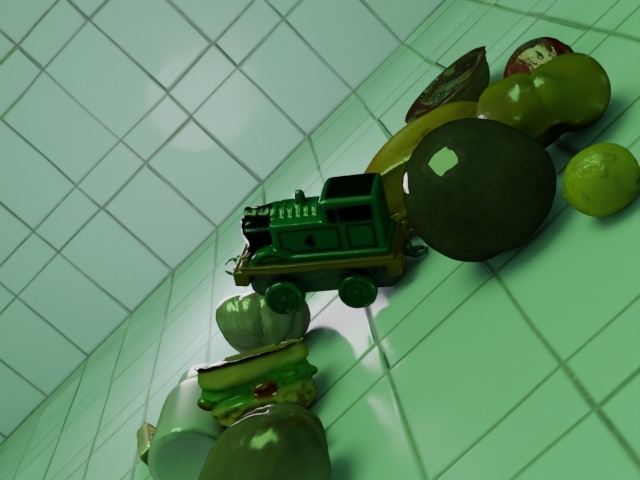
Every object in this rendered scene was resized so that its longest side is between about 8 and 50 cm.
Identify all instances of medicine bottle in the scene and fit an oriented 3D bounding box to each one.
[{"bbox_3d":[-0.246,0.376,1.972,0.170,0.170,0.293,-43,16,15],"label":"medicine bottle"}]

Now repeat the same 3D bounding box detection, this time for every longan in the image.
[{"bbox_3d":[0.266,-0.084,1.650,0.258,0.258,0.258,-43,16,15],"label":"longan"}]

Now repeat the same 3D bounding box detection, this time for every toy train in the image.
[{"bbox_3d":[0.000,0.000,1.971,0.429,0.249,0.178,-5,29,13],"label":"toy train"}]

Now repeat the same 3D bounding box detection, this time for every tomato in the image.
[{"bbox_3d":[0.462,-0.378,2.115,0.173,0.099,0.189,-40,18,18],"label":"tomato"}]

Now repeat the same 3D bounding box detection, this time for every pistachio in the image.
[{"bbox_3d":[-0.088,0.380,1.551,0.288,0.197,0.166,-56,-17,23],"label":"pistachio"}]

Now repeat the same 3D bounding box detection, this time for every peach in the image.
[{"bbox_3d":[0.403,-0.246,1.759,0.251,0.153,0.251,-27,2,1],"label":"peach"}]

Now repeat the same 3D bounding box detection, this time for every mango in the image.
[{"bbox_3d":[0.223,-0.169,2.075,0.350,0.199,0.201,-49,-24,-5],"label":"mango"}]

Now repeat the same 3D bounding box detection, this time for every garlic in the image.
[{"bbox_3d":[-0.121,0.213,2.120,0.218,0.219,0.212,-21,70,58],"label":"garlic"}]

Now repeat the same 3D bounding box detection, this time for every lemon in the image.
[{"bbox_3d":[0.424,-0.091,1.472,0.133,0.109,0.109,-26,25,38],"label":"lemon"}]

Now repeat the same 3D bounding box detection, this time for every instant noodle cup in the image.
[{"bbox_3d":[0.336,-0.357,2.418,0.274,0.091,0.274,-42,16,15],"label":"instant noodle cup"}]

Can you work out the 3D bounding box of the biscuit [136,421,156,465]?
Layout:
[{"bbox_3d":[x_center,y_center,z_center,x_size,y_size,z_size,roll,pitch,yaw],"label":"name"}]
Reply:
[{"bbox_3d":[-0.412,0.492,2.343,0.052,0.056,0.188,-47,16,-3],"label":"biscuit"}]

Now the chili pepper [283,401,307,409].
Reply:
[{"bbox_3d":[-0.090,0.369,1.720,0.270,0.099,0.136,-43,-10,37],"label":"chili pepper"}]

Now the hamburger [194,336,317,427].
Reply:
[{"bbox_3d":[-0.118,0.282,1.845,0.237,0.148,0.237,-16,-1,0],"label":"hamburger"}]
